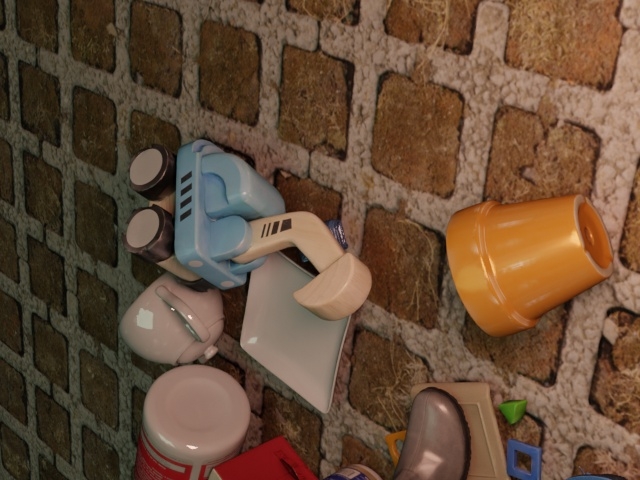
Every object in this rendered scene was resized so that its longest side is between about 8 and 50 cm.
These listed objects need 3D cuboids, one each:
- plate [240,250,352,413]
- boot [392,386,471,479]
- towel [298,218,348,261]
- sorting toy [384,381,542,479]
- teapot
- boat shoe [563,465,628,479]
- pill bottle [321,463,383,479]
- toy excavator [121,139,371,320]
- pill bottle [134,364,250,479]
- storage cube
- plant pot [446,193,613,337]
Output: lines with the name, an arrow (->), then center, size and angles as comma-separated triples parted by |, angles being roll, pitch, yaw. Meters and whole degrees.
plate -> -0.044, 0.166, 1.996 | 0.278, 0.045, 0.277 | 33, 125, 35
boot -> 0.139, 0.420, 1.655 | 0.118, 0.223, 0.338 | 3, 90, 41
towel -> 0.000, 0.000, 1.903 | 0.119, 0.029, 0.067 | -15, 91, 48
sorting toy -> 0.251, 0.344, 1.745 | 0.348, 0.047, 0.195 | -10, 92, 48
teapot -> -0.294, 0.180, 2.138 | 0.187, 0.256, 0.252 | 45, 119, 9
boat shoe -> 0.407, 0.419, 1.576 | 0.258, 0.089, 0.109 | -38, 62, 52
pill bottle -> 0.004, 0.547, 1.910 | 0.153, 0.265, 0.153 | 19, 117, 42
toy excavator -> -0.134, -0.024, 1.880 | 0.445, 0.222, 0.432 | -18, 58, 24
pill bottle -> -0.296, 0.479, 2.216 | 0.229, 0.229, 0.407 | 47, 142, 26
storage cube -> -0.128, 0.569, 2.114 | 0.183, 0.193, 0.215 | 46, 131, 26
plant pot -> 0.319, 0.021, 1.464 | 0.188, 0.205, 0.205 | -22, 87, 32
